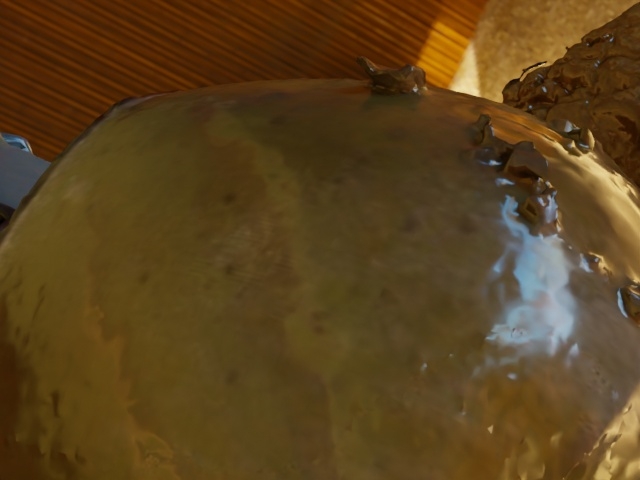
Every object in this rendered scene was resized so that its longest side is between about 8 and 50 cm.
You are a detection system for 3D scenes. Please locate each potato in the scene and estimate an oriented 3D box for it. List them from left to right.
[{"bbox_3d":[0.041,0.130,0.576,0.319,0.385,0.442,3,-112,44],"label":"potato"}]

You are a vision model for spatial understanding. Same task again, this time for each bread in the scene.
[{"bbox_3d":[0.228,-0.066,0.834,0.229,0.143,0.139,-37,-137,12],"label":"bread"}]

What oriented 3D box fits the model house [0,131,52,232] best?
[{"bbox_3d":[-0.277,0.050,0.764,0.252,0.329,0.295,-61,179,34],"label":"model house"}]
